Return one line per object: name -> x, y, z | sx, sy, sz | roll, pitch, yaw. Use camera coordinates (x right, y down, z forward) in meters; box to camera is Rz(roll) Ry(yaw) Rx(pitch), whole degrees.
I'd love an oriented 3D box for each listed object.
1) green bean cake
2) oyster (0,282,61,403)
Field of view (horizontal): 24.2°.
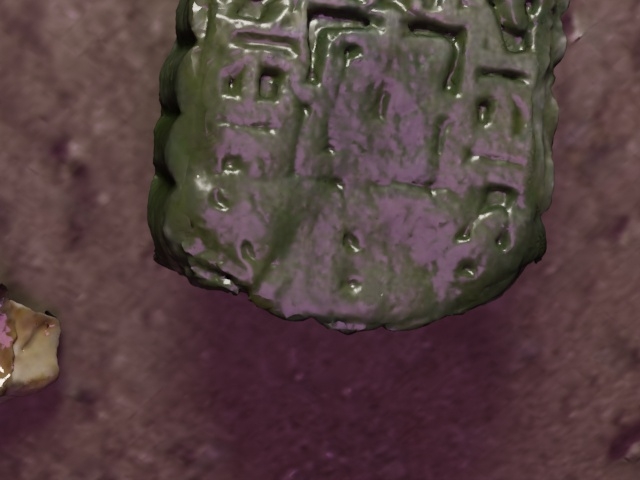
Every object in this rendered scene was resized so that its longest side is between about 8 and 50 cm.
green bean cake -> 0.023, -0.068, 0.817 | 0.223, 0.125, 0.227 | 4, 98, -15
oyster -> -0.342, 0.106, 0.933 | 0.355, 0.107, 0.201 | -19, 122, 3
